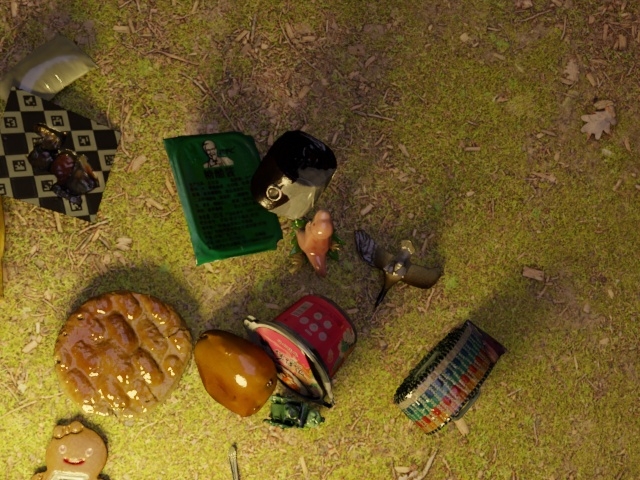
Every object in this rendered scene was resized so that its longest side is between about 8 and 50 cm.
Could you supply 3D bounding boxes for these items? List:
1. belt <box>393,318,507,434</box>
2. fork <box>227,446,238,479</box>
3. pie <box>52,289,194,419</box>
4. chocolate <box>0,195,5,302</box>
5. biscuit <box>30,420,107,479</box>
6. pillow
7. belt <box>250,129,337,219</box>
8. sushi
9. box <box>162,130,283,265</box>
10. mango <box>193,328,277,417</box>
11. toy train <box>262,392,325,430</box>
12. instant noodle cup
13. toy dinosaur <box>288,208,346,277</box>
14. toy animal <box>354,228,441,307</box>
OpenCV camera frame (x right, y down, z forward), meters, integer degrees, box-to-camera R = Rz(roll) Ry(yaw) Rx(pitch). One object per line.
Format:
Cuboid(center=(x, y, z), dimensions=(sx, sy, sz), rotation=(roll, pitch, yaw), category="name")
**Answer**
Cuboid(center=(0.332, 0.366, 1.900), dimensions=(0.160, 0.207, 0.295), rotation=(45, 59, 5), category="belt")
Cuboid(center=(-0.204, 0.623, 1.823), dimensions=(0.034, 0.028, 0.219), rotation=(-6, 80, -9), category="fork")
Cuboid(center=(-0.488, 0.278, 1.817), dimensions=(0.340, 0.083, 0.339), rotation=(2, 80, -11), category="pie")
Cuboid(center=(-0.836, -0.062, 1.776), dimensions=(0.162, 0.162, 0.445), rotation=(-11, 82, -13), category="chocolate")
Cuboid(center=(-0.591, 0.559, 1.756), dimensions=(0.184, 0.035, 0.248), rotation=(11, 76, -9), category="biscuit")
Cuboid(center=(-0.720, -0.423, 1.918), dimensions=(0.144, 0.078, 0.254), rotation=(46, 75, -9), category="pillow")
Cuboid(center=(-0.075, -0.163, 1.901), dimensions=(0.184, 0.164, 0.289), rotation=(38, 30, -2), category="belt")
Cuboid(center=(-0.686, -0.204, 1.870), dimensions=(0.292, 0.059, 0.293), rotation=(21, 64, -26), category="sushi")
Cuboid(center=(-0.264, -0.106, 1.906), dimensions=(0.264, 0.106, 0.336), rotation=(-10, 79, -36), category="box")
Cuboid(center=(-0.214, 0.307, 1.825), dimensions=(0.236, 0.166, 0.136), rotation=(24, 38, 21), category="mango")
Cuboid(center=(-0.063, 0.427, 1.807), dimensions=(0.132, 0.200, 0.083), rotation=(15, 77, -14), category="toy train")
Cuboid(center=(-0.025, 0.250, 1.842), dimensions=(0.302, 0.258, 0.181), rotation=(49, 60, -3), category="instant noodle cup")
Cuboid(center=(0.007, 0.002, 1.910), dimensions=(0.152, 0.177, 0.194), rotation=(8, 103, -13), category="toy dinosaur")
Cuboid(center=(0.185, 0.084, 1.969), dimensions=(0.273, 0.160, 0.197), rotation=(29, 76, 3), category="toy animal")
